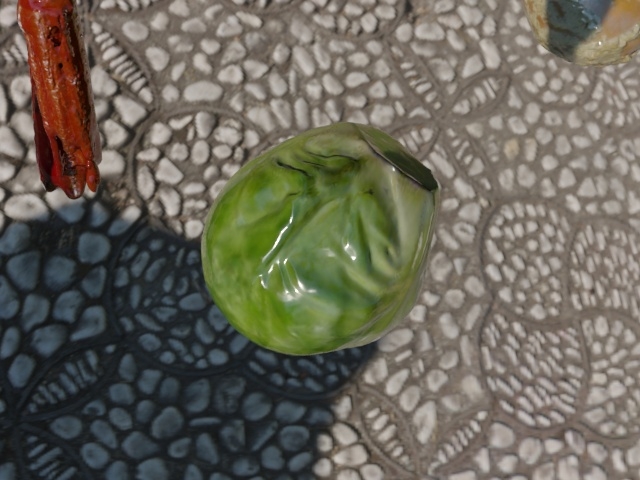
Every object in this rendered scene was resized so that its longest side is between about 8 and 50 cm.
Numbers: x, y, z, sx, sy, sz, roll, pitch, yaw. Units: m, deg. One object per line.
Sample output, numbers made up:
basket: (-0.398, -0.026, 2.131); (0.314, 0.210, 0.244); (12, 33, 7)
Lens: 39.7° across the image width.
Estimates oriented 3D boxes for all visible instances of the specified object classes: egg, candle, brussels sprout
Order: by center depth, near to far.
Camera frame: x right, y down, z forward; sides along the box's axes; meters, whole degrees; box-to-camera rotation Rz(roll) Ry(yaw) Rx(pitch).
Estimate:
candle: (-0.244, -0.153, 0.823); (0.084, 0.302, 0.059); (24, 47, 16)
brussels sprout: (0.000, 0.000, 0.891); (0.244, 0.244, 0.244); (7, 74, -26)
egg: (0.403, -0.376, 1.333); (0.203, 0.203, 0.245); (-17, 69, -30)
